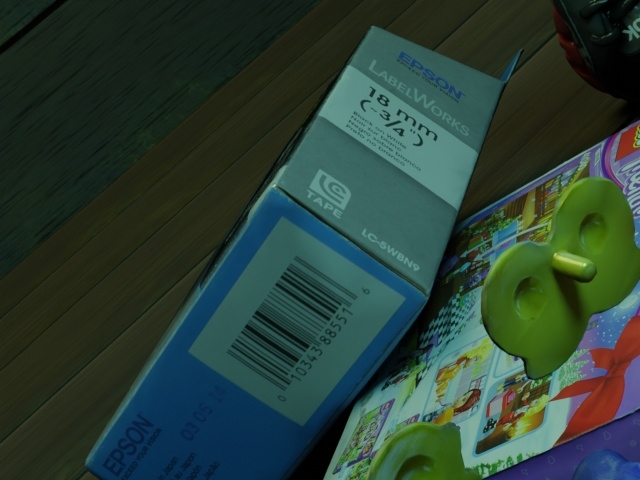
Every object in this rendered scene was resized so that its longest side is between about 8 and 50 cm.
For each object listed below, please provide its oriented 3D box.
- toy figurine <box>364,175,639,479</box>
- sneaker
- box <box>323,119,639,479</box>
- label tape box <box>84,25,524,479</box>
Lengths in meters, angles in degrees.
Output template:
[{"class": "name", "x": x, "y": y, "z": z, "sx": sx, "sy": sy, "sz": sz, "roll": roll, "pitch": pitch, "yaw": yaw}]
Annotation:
[{"class": "toy figurine", "x": 0.059, "y": 0.180, "z": 0.414, "sx": 0.362, "sy": 0.191, "sz": 0.217, "roll": -54, "pitch": -10, "yaw": -23}, {"class": "sneaker", "x": 0.178, "y": -0.186, "z": 0.869, "sx": 0.097, "sy": 0.276, "sz": 0.135, "roll": -37, "pitch": 33, "yaw": 4}, {"class": "box", "x": 0.113, "y": 0.051, "z": 0.700, "sx": 0.201, "sy": 0.057, "sz": 0.293, "roll": -31, "pitch": 17, "yaw": 32}, {"class": "label tape box", "x": 0.000, "y": 0.000, "z": 0.868, "sx": 0.241, "sy": 0.106, "sz": 0.334, "roll": -54, "pitch": 5, "yaw": 33}]
